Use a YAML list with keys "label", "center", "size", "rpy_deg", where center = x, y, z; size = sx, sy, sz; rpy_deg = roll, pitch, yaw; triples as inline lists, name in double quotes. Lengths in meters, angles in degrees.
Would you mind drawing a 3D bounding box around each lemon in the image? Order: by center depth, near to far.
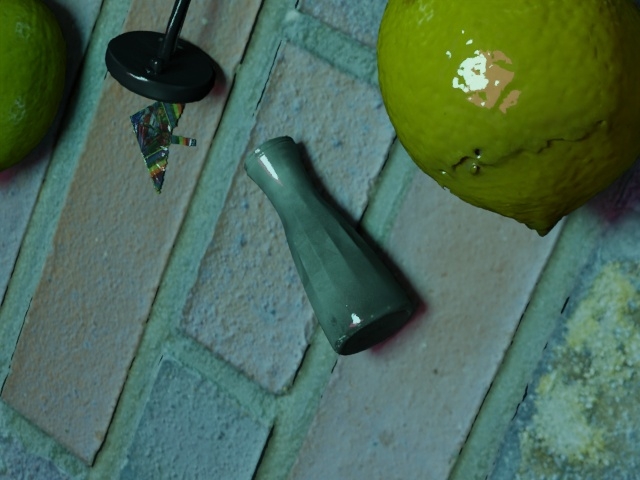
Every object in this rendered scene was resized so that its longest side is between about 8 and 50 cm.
- label: "lemon"
  center: [0.157, -0.146, 1.328]
  size: [0.228, 0.228, 0.254]
  rpy_deg: [-42, 64, 29]
- label: "lemon"
  center: [-0.361, -0.171, 1.695]
  size: [0.184, 0.184, 0.249]
  rpy_deg: [20, 105, 30]

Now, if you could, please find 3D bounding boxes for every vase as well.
- label: "vase"
  center: [0.000, 0.000, 1.537]
  size: [0.086, 0.086, 0.214]
  rpy_deg: [-43, 68, 29]

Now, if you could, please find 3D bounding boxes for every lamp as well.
- label: "lamp"
  center: [-0.101, -0.317, 1.572]
  size: [0.130, 0.108, 0.371]
  rpy_deg: [17, 100, -8]

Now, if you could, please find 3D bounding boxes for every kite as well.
- label: "kite"
  center: [-0.166, -0.110, 1.676]
  size: [0.090, 0.004, 0.122]
  rpy_deg: [23, 107, 29]
